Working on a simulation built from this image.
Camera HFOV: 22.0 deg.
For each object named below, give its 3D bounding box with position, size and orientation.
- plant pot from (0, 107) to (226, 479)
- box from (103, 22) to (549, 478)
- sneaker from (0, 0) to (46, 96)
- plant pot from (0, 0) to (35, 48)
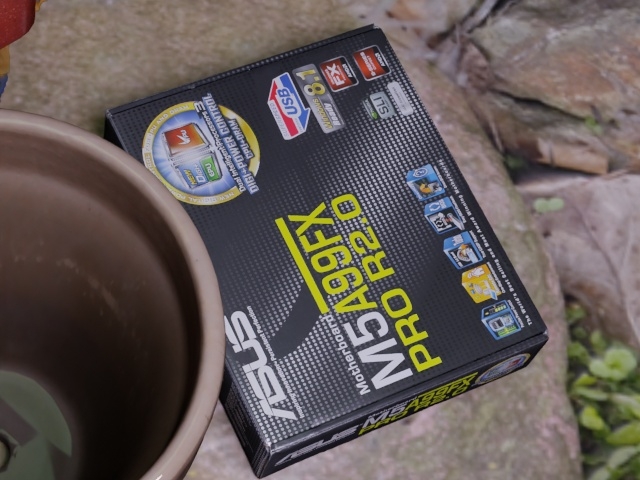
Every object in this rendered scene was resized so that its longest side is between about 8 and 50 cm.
[{"bbox_3d":[-0.197,0.089,0.960,0.263,0.229,0.263,5,64,-9],"label":"plant pot"},{"bbox_3d":[0.000,0.000,1.138,0.216,0.060,0.270,-19,69,-20],"label":"box"},{"bbox_3d":[-0.283,-0.151,1.148,0.131,0.112,0.296,15,59,16],"label":"sneaker"},{"bbox_3d":[-0.317,-0.209,0.985,0.267,0.235,0.267,-31,55,-6],"label":"plant pot"}]
